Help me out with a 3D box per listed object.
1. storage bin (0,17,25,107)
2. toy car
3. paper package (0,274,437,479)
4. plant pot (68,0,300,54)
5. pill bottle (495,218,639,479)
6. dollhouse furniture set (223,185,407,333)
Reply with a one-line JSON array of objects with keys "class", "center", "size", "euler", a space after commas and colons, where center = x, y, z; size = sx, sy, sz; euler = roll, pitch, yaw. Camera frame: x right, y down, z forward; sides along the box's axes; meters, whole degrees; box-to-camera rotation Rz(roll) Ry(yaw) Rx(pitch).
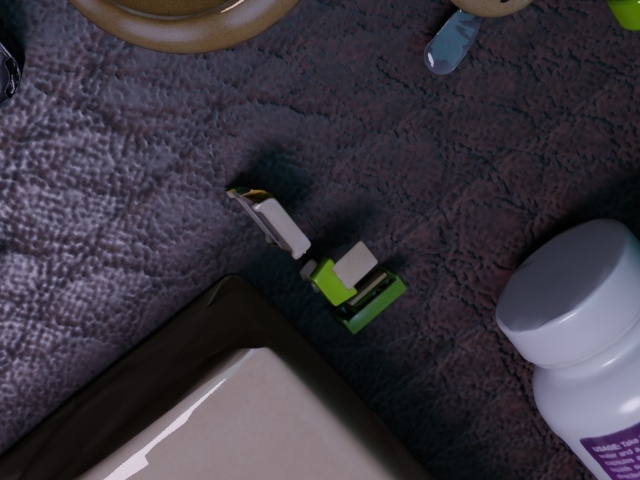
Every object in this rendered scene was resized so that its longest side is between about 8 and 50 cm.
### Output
[{"class": "storage bin", "center": [-0.304, -0.151, 0.970], "size": [0.122, 0.084, 0.180], "euler": [-37, 110, 3]}, {"class": "toy car", "center": [0.136, -0.204, 1.008], "size": [0.188, 0.149, 0.155], "euler": [-31, 119, 13]}, {"class": "paper package", "center": [-0.068, 0.247, 1.091], "size": [0.309, 0.168, 0.325], "euler": [-39, 110, 4]}, {"class": "plant pot", "center": [-0.103, -0.245, 0.959], "size": [0.236, 0.032, 0.236], "euler": [3, 104, 12]}, {"class": "pill bottle", "center": [0.278, 0.130, 1.111], "size": [0.169, 0.169, 0.301], "euler": [-40, 110, 4]}, {"class": "dollhouse furniture set", "center": [0.000, 0.000, 1.079], "size": [0.058, 0.076, 0.151], "euler": [-42, 111, -9]}]
